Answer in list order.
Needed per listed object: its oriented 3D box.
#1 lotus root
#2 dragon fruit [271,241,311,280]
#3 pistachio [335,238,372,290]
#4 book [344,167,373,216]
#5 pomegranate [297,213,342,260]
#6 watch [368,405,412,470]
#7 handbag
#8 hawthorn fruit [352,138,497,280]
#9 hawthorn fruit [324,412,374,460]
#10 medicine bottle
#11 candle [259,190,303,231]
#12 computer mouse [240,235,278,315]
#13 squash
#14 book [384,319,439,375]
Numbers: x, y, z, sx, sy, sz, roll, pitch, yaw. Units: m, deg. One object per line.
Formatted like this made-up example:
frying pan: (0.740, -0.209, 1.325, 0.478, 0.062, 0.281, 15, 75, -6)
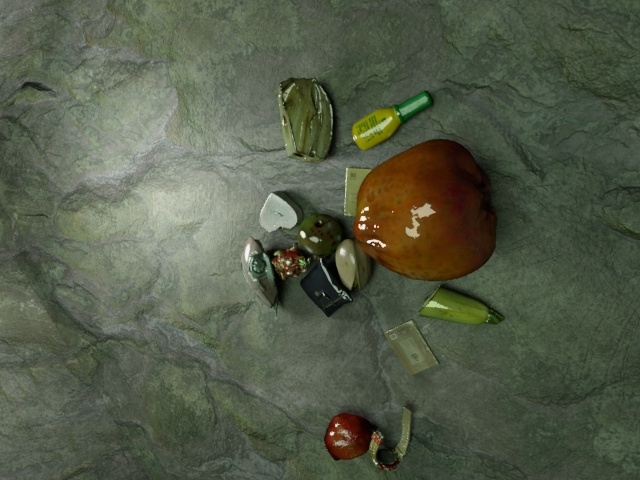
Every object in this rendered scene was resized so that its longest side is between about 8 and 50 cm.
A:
lotus root: (-0.062, -0.461, 1.725, 0.210, 0.142, 0.313, -1, 98, -10)
dragon fruit: (-0.115, 0.084, 1.843, 0.137, 0.135, 0.236, 61, 147, 1)
pistachio: (0.130, 0.096, 1.718, 0.138, 0.153, 0.237, -3, 129, 9)
book: (0.173, -0.182, 1.720, 0.168, 0.013, 0.192, 9, 105, 26)
pomegranate: (-0.007, -0.013, 1.776, 0.179, 0.179, 0.210, 57, 150, 6)
watch: (0.282, 0.804, 1.792, 0.102, 0.165, 0.268, -140, 46, -56)
handbag: (0.021, 0.202, 1.815, 0.211, 0.089, 0.254, 54, 147, 9)
hawthorn fruit: (0.326, -0.073, 1.416, 0.472, 0.472, 0.471, 6, 104, 27)
hawthorn fruit: (0.137, 0.831, 1.870, 0.252, 0.189, 0.189, -7, 98, 22)
medicine bottle: (0.254, -0.434, 1.585, 0.309, 0.076, 0.111, -25, 91, 30)
candle: (-0.176, -0.127, 1.887, 0.192, 0.068, 0.168, -6, 101, 27)
computer mouse: (-0.271, 0.166, 1.932, 0.199, 0.115, 0.388, -148, 43, -65)
squash: (0.504, 0.236, 1.575, 0.288, 0.137, 0.137, 9, 105, 23)
book: (0.359, 0.425, 1.752, 0.138, 0.016, 0.198, -34, 84, 29)
